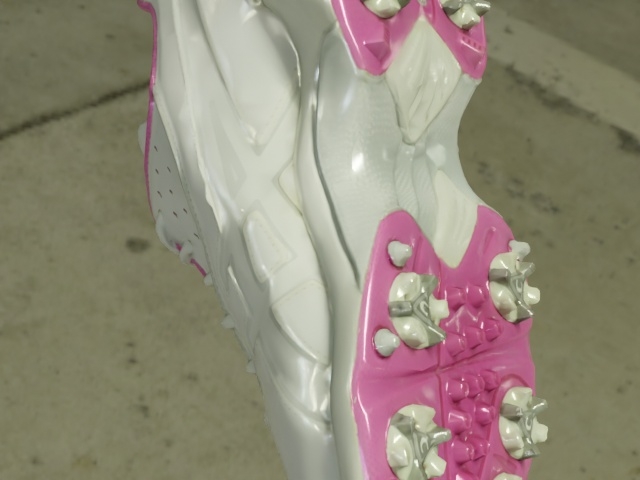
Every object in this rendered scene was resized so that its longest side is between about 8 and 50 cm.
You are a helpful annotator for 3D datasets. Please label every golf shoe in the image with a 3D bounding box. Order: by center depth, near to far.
[{"bbox_3d":[0.000,0.000,0.473,0.115,0.140,0.306,12,68,-50],"label":"golf shoe"}]
